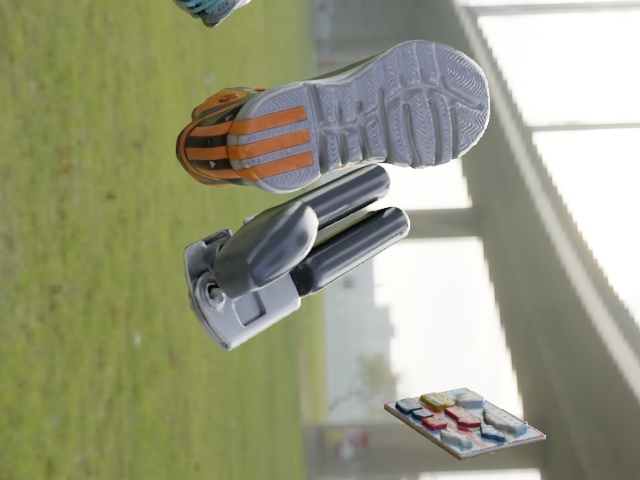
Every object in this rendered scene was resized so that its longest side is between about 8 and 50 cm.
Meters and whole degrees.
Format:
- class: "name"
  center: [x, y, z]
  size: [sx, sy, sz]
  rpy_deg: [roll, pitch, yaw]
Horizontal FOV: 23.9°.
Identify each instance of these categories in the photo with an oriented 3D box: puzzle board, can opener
- class: "puzzle board"
  center: [0.133, 0.166, 1.406]
  size: [0.128, 0.096, 0.011]
  rpy_deg: [29, -57, 55]
- class: "can opener"
  center: [0.000, 0.000, 1.094]
  size: [0.283, 0.095, 0.076]
  rpy_deg: [-29, 96, -56]

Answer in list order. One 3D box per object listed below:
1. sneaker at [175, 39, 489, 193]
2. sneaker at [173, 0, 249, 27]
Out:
- class: "sneaker"
  center: [0.002, -0.122, 1.453]
  size: [0.180, 0.321, 0.125]
  rpy_deg: [6, -76, 53]
- class: "sneaker"
  center: [-0.105, -0.261, 1.374]
  size: [0.122, 0.110, 0.283]
  rpy_deg: [63, 4, -6]
